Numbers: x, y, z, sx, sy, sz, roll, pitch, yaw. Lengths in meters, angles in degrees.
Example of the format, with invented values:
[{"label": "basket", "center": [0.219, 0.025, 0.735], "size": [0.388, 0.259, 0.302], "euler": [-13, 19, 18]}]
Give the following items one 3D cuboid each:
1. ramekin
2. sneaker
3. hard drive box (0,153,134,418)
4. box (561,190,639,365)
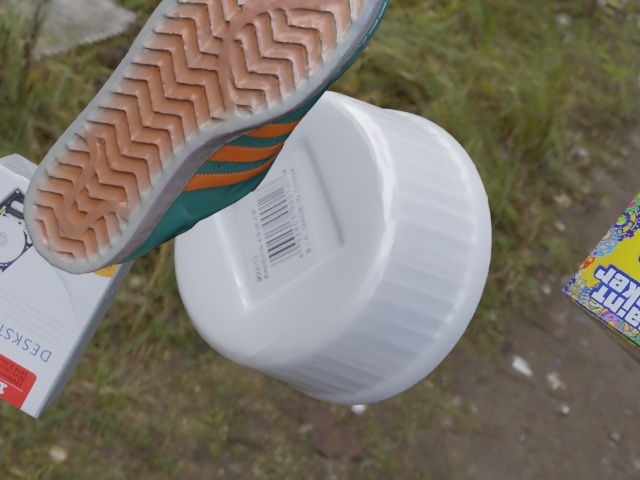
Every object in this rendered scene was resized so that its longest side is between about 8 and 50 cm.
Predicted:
[{"label": "ramekin", "center": [0.000, 0.000, 1.238], "size": [0.135, 0.277, 0.277], "euler": [20, 27, -51]}, {"label": "sneaker", "center": [-0.062, -0.094, 0.897], "size": [0.108, 0.302, 0.121], "euler": [54, 26, 7]}, {"label": "hard drive box", "center": [-0.327, 0.049, 1.558], "size": [0.181, 0.232, 0.089], "euler": [29, 10, 0]}, {"label": "box", "center": [0.421, 0.034, 1.291], "size": [0.177, 0.279, 0.290], "euler": [38, 0, 40]}]
